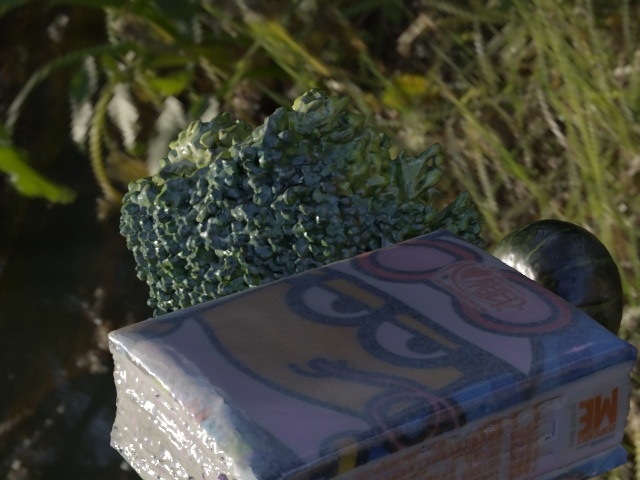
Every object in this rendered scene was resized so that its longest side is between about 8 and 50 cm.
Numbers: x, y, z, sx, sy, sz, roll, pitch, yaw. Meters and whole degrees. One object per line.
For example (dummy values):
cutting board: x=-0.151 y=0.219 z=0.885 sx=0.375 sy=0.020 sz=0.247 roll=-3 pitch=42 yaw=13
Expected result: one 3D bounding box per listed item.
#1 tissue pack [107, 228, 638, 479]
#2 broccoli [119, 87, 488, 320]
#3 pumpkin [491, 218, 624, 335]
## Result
tissue pack: x=0.017 y=0.058 z=0.550 sx=0.115 sy=0.155 sz=0.065 roll=37 pitch=133 yaw=49
broccoli: x=-0.023 y=0.006 z=1.436 sx=0.338 sy=0.277 sz=0.317 roll=-28 pitch=11 yaw=9
pumpkin: x=0.247 y=0.060 z=1.644 sx=0.167 sy=0.125 sz=0.167 roll=13 pitch=109 yaw=42
